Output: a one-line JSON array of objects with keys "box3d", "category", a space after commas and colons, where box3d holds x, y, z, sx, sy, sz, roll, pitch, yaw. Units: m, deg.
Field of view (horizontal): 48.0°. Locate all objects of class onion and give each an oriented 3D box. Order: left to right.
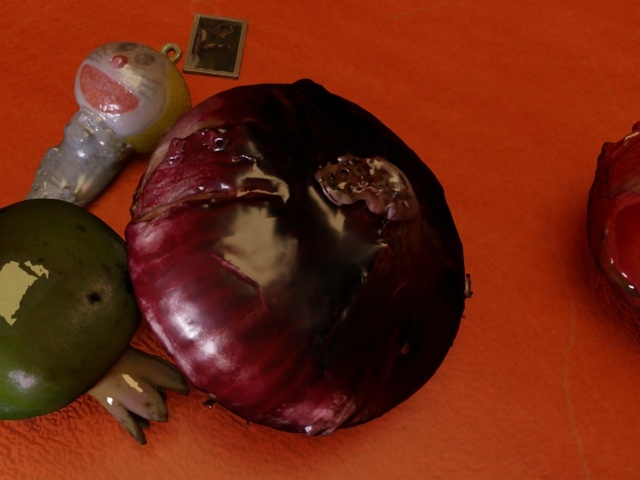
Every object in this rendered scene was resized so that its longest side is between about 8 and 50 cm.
[{"box3d": [0.000, 0.000, 0.602, 0.314, 0.232, 0.313, 23, 51, -31], "category": "onion"}]

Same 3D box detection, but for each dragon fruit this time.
[{"box3d": [0.372, -0.013, 0.666, 0.241, 0.241, 0.252, -39, 88, -22], "category": "dragon fruit"}]

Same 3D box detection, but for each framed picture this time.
[{"box3d": [-0.123, -0.228, 0.841, 0.066, 0.006, 0.089, 7, 62, -3], "category": "framed picture"}]

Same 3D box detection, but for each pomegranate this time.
[{"box3d": [-0.211, 0.076, 0.593, 0.225, 0.187, 0.187, 44, 64, -14], "category": "pomegranate"}]

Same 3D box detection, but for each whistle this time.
[{"box3d": [-0.214, -0.116, 0.719, 0.123, 0.123, 0.223, 35, 79, 12], "category": "whistle"}]
